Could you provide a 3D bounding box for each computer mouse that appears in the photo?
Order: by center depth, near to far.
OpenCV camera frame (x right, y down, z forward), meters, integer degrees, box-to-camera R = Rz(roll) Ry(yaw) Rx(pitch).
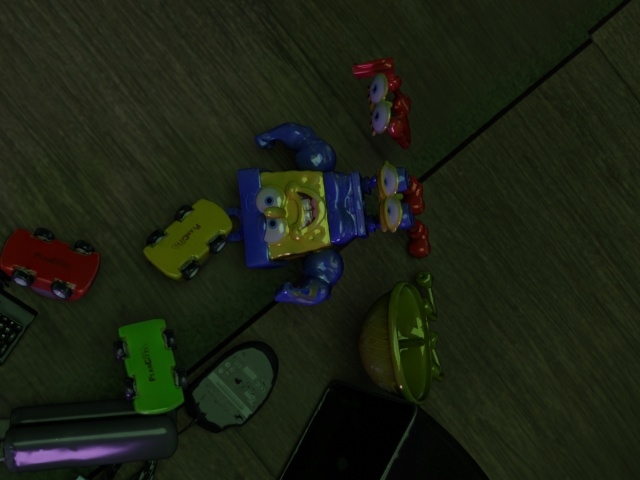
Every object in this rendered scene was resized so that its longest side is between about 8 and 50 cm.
[{"bbox_3d":[-0.140,0.197,1.068,0.242,0.041,0.071,-41,95,-8],"label":"computer mouse"}]

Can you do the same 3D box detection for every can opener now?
[{"bbox_3d":[-0.283,0.172,0.981,0.284,0.076,0.095,-4,114,-8],"label":"can opener"}]

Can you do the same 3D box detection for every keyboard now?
[{"bbox_3d":[-0.379,0.040,1.014,0.192,0.038,0.100,34,77,-10],"label":"keyboard"}]

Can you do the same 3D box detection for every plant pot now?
[{"bbox_3d":[0.072,0.275,1.045,0.167,0.188,0.187,33,77,-21],"label":"plant pot"}]

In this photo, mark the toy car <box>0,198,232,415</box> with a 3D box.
[{"bbox_3d":[-0.189,0.077,1.025,0.239,0.053,0.224,-11,65,-16],"label":"toy car"}]

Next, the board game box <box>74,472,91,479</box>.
[{"bbox_3d":[-0.248,0.326,1.006,0.103,0.026,0.154,38,79,-5],"label":"board game box"}]

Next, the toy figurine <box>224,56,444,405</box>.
[{"bbox_3d":[0.000,0.000,1.096,0.217,0.191,0.362,-7,86,13],"label":"toy figurine"}]
